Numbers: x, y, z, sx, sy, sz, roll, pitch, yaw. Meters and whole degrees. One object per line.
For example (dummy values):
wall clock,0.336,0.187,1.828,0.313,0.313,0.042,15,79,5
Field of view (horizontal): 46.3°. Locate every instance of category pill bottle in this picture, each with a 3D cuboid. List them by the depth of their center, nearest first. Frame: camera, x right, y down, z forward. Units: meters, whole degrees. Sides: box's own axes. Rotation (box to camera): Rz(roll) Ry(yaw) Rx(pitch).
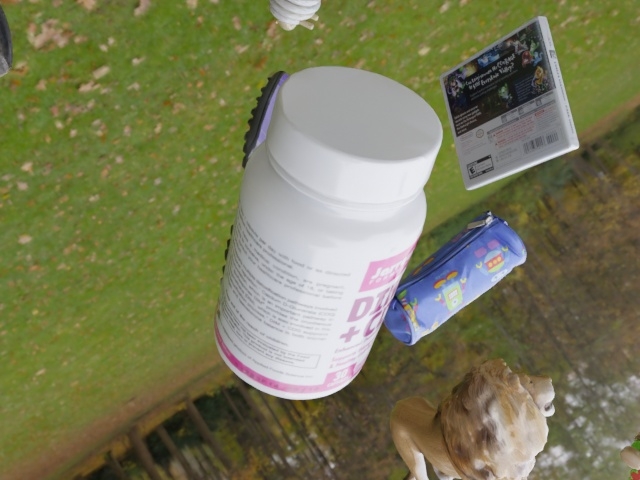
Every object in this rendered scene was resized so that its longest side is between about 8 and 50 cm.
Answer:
pill bottle,0.000,0.000,0.673,0.160,0.160,0.283,-29,149,-39

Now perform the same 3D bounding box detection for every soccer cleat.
soccer cleat,-0.044,-0.063,0.962,0.117,0.318,0.108,7,166,7

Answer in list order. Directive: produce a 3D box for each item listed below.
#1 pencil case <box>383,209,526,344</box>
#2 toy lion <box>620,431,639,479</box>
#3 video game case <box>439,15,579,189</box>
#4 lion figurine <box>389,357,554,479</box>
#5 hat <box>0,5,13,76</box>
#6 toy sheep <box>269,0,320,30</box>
pencil case,0.244,0.064,1.400,0.306,0.133,0.119,-35,-143,-16
toy lion,0.337,0.234,0.712,0.034,0.096,0.100,-34,-165,-27
video game case,0.243,-0.175,0.993,0.022,0.173,0.190,-7,171,-33
lion figurine,0.188,0.290,1.086,0.142,0.240,0.392,-34,-172,-33
hat,-0.620,-0.361,1.302,0.134,0.331,0.331,-9,174,0
toy sheep,-0.036,-0.387,1.178,0.091,0.091,0.132,-28,156,-42
